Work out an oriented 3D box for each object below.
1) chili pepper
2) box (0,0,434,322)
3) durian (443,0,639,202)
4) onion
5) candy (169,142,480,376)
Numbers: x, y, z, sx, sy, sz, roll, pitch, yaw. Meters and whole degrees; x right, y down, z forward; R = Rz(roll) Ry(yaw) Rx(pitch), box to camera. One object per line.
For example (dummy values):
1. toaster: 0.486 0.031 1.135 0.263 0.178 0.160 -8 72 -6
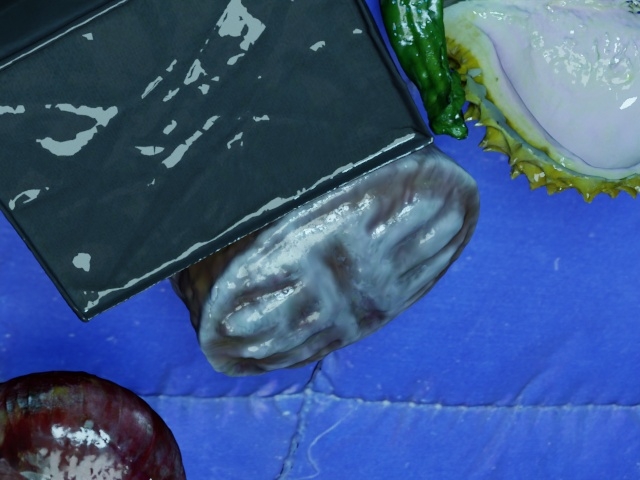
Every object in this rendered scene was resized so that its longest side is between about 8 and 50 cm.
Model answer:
1. chili pepper: 0.086 -0.219 1.312 0.065 0.122 0.278 -5 90 -26
2. box: -0.121 -0.142 1.251 0.345 0.204 0.251 -28 128 2
3. durian: 0.231 -0.111 1.407 0.305 0.195 0.185 7 128 -25
4. onion: -0.252 0.233 1.489 0.246 0.190 0.246 -1 110 -2
5. candy: 0.000 0.000 1.426 0.290 0.157 0.214 -32 142 -3
